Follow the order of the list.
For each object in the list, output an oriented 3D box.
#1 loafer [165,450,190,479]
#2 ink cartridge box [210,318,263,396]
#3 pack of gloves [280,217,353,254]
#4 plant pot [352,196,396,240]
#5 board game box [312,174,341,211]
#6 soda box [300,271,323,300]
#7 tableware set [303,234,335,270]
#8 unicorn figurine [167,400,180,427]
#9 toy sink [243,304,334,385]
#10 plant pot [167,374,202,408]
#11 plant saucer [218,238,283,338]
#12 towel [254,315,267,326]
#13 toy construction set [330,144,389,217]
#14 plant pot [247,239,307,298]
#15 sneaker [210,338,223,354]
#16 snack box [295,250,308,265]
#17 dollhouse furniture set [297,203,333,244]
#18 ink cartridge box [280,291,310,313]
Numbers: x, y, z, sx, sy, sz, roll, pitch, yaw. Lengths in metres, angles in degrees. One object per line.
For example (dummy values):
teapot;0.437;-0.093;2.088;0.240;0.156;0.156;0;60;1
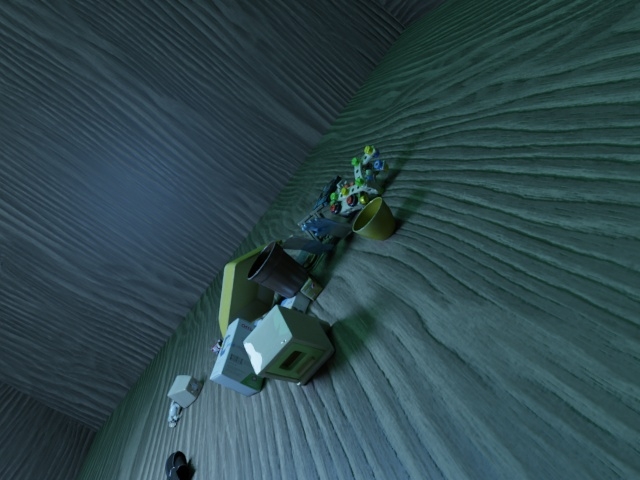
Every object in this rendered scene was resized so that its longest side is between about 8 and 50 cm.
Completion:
loafer;-0.467;0.780;1.639;0.078;0.080;0.220;-43;21;0
ink cartridge box;-0.261;0.396;1.666;0.093;0.154;0.213;-37;30;45
pack of gloves;0.000;0.000;1.787;0.195;0.232;0.046;-45;52;32
plant pot;0.180;-0.054;1.531;0.134;0.095;0.134;-47;16;18
board game box;0.032;-0.233;2.471;0.126;0.026;0.186;-34;25;50
soda box;-0.046;0.157;1.784;0.058;0.061;0.181;-52;15;2
tableware set;-0.013;0.035;1.996;0.194;0.039;0.128;-57;16;-14
unicorn figurine;-0.659;0.765;2.220;0.111;0.060;0.162;-46;19;53
toy sink;-0.065;0.300;1.355;0.153;0.234;0.131;-48;46;14
plant pot;-0.593;0.666;2.187;0.096;0.109;0.109;-27;27;33
plant saucer;-0.282;0.175;1.896;0.332;0.080;0.333;-33;-42;-59
towel;-0.215;0.360;1.884;0.285;0.034;0.209;-35;24;48
toy construction set;0.131;-0.208;1.903;0.327;0.151;0.215;142;136;-63
plant pot;-0.145;0.113;1.739;0.167;0.165;0.167;-48;16;18
sneaker;-0.488;0.511;2.319;0.067;0.042;0.118;-50;8;-6
snack box;-0.102;0.117;2.026;0.141;0.037;0.100;-61;1;-21
dollhouse furniture set;0.004;-0.058;1.970;0.129;0.129;0.183;-39;0;3
ink cartridge box;-0.113;0.278;1.713;0.104;0.061;0.181;-37;21;42
